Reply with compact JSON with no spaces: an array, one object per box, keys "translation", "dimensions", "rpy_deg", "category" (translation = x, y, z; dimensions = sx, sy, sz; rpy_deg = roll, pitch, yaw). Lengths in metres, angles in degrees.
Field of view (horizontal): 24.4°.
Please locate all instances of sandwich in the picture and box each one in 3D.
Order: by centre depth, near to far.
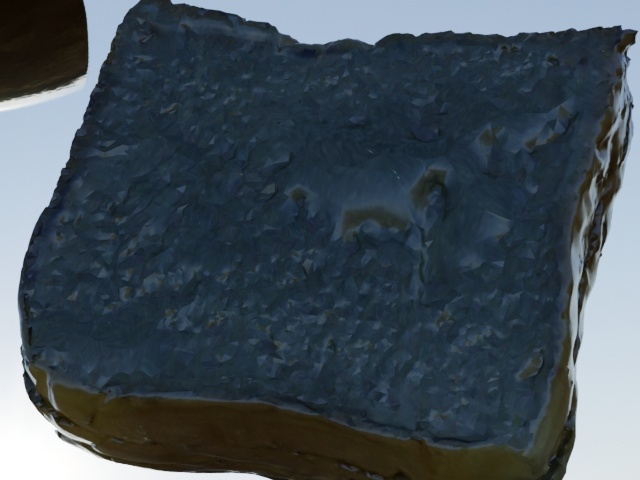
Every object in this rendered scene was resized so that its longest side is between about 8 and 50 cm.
[{"translation":[0.000,0.000,0.782],"dimensions":[0.301,0.271,0.099],"rpy_deg":[6,-33,15],"category":"sandwich"}]

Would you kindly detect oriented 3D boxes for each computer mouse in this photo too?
[{"translation":[-0.246,-0.134,1.043],"dimensions":[0.158,0.071,0.310],"rpy_deg":[-9,-8,-12],"category":"computer mouse"}]
